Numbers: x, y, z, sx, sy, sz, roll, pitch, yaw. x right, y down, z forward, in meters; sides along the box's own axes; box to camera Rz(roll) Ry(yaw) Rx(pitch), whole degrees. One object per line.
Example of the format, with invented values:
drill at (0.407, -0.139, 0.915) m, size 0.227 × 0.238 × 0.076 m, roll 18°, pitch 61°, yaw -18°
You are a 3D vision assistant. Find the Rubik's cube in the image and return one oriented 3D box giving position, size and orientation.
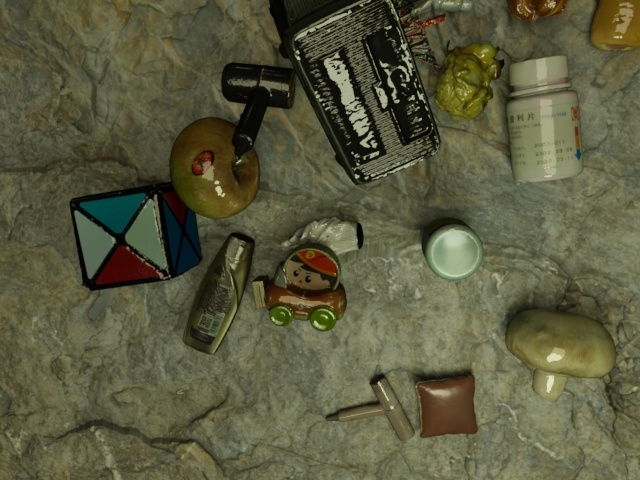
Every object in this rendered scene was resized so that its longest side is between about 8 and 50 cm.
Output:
Rubik's cube at (-0.482, -0.020, 1.503) m, size 0.250 × 0.246 × 0.248 m, roll -8°, pitch 97°, yaw 8°

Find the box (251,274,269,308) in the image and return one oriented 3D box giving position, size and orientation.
box at (-0.164, 0.146, 1.580) m, size 0.035 × 0.079 × 0.083 m, roll -7°, pitch 97°, yaw 7°

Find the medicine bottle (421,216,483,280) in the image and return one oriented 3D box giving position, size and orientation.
medicine bottle at (0.328, 0.014, 1.428) m, size 0.139 × 0.225 × 0.139 m, roll 1°, pitch 99°, yaw 6°

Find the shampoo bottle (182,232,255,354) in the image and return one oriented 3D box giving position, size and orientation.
shampoo bottle at (-0.283, 0.147, 1.591) m, size 0.126 × 0.084 × 0.350 m, roll 22°, pitch 101°, yaw 0°

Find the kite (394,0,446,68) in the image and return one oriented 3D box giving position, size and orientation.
kite at (0.238, -0.540, 1.458) m, size 0.189 × 0.009 × 0.232 m, roll -21°, pitch 97°, yaw 8°

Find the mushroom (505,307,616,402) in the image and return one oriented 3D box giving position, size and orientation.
mushroom at (0.605, 0.298, 1.443) m, size 0.260 × 0.254 × 0.234 m, roll 12°, pitch 93°, yaw 47°

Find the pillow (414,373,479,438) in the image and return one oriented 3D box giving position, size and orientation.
pillow at (0.354, 0.464, 1.576) m, size 0.171 × 0.075 × 0.179 m, roll -7°, pitch 101°, yaw 2°

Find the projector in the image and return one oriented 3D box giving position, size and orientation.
projector at (0.066, -0.385, 1.239) m, size 0.242 × 0.405 × 0.395 m, roll -22°, pitch 128°, yaw 8°

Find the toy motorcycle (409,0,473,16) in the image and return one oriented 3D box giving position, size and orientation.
toy motorcycle at (0.321, -0.631, 1.402) m, size 0.229 × 0.074 × 0.151 m, roll -26°, pitch 90°, yaw 1°

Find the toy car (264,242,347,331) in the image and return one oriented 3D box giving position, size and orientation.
toy car at (-0.037, 0.111, 1.508) m, size 0.235 × 0.145 × 0.235 m, roll 2°, pitch 109°, yaw 5°

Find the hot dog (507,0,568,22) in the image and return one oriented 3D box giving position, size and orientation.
hot dog at (0.537, -0.699, 1.344) m, size 0.158 × 0.117 × 0.348 m, roll 6°, pitch 93°, yaw 33°

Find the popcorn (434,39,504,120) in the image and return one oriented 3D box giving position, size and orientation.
popcorn at (0.359, -0.403, 1.391) m, size 0.173 × 0.168 × 0.195 m, roll 20°, pitch 91°, yaw 40°

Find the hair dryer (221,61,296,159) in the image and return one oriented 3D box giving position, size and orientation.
hair dryer at (-0.184, -0.319, 1.391) m, size 0.189 × 0.352 × 0.107 m, roll 8°, pitch 137°, yaw 5°

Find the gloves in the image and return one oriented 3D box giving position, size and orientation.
gloves at (0.004, -0.001, 1.530) m, size 0.229 × 0.097 × 0.119 m, roll -6°, pitch 95°, yaw 2°

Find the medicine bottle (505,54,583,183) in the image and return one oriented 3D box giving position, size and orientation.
medicine bottle at (0.547, -0.296, 1.382) m, size 0.170 × 0.170 × 0.293 m, roll -6°, pitch 99°, yaw 7°

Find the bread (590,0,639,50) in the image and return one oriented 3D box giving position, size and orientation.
bread at (0.754, -0.614, 1.350) m, size 0.142 × 0.091 × 0.305 m, roll 12°, pitch 100°, yaw 10°

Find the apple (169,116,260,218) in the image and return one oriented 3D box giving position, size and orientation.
apple at (-0.272, -0.185, 1.458) m, size 0.194 × 0.261 × 0.260 m, roll 1°, pitch 100°, yaw 30°

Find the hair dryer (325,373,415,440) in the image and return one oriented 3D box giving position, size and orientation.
hair dryer at (0.133, 0.517, 1.621) m, size 0.220 × 0.053 × 0.195 m, roll -28°, pitch 96°, yaw 11°
